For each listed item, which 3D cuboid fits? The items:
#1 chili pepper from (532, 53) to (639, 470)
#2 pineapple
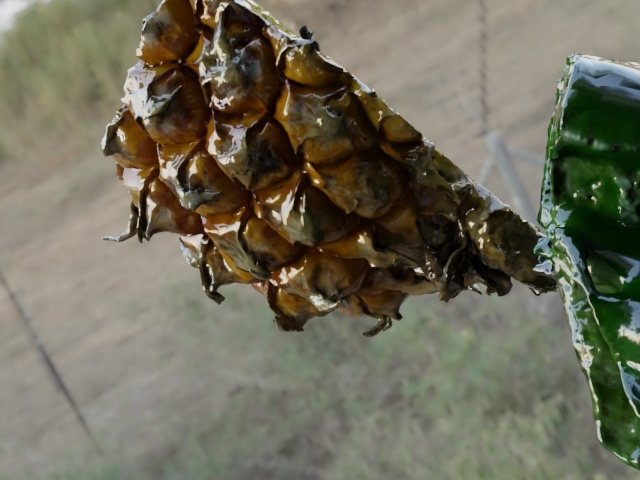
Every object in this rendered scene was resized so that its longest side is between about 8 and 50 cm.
[{"bbox_3d":[0.272,0.038,0.981,0.213,0.385,0.167,-56,-12,-32],"label":"chili pepper"},{"bbox_3d":[0.003,0.002,1.266,0.209,0.286,0.344,-49,-23,5],"label":"pineapple"}]
